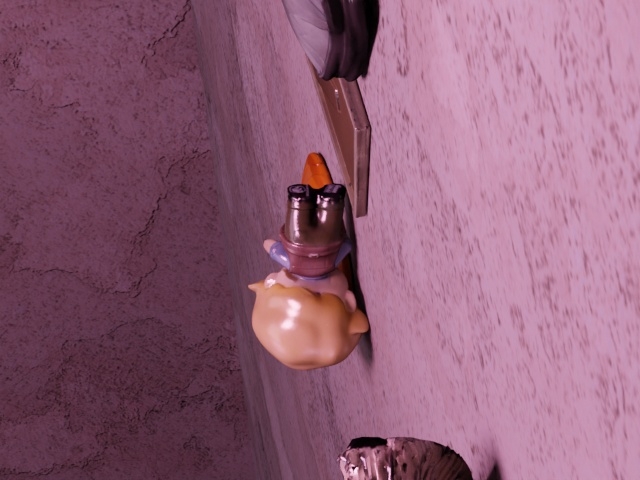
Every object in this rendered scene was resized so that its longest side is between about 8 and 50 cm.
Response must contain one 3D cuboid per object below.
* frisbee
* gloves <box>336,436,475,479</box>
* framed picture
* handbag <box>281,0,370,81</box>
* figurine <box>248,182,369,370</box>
[{"bbox_3d":[0.000,0.000,1.902,0.192,0.035,0.192,170,90,-83],"label":"frisbee"},{"bbox_3d":[0.089,0.302,1.250,0.210,0.135,0.312,101,154,-56],"label":"gloves"},{"bbox_3d":[0.014,-0.143,1.631,0.150,0.015,0.203,90,167,-58],"label":"framed picture"},{"bbox_3d":[-0.023,-0.304,1.472,0.191,0.075,0.332,91,163,-75],"label":"handbag"},{"bbox_3d":[-0.013,0.035,1.777,0.108,0.114,0.196,-118,25,-66],"label":"figurine"}]
